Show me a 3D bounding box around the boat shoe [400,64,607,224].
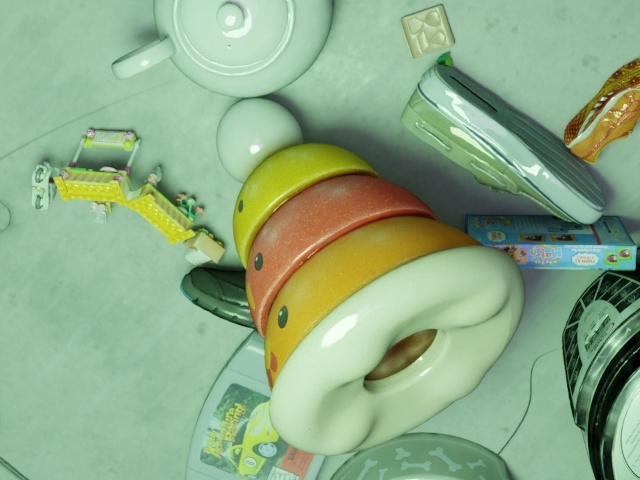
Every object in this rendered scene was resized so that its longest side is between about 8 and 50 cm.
[{"bbox_3d":[0.245,-0.114,1.666,0.302,0.109,0.094,39,122,2],"label":"boat shoe"}]

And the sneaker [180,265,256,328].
[{"bbox_3d":[-0.023,0.069,1.741,0.341,0.125,0.140,11,86,-1],"label":"sneaker"}]

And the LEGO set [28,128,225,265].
[{"bbox_3d":[-0.255,-0.073,1.731,0.287,0.107,0.132,18,142,-5],"label":"LEGO set"}]

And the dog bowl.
[{"bbox_3d":[0.157,0.463,1.833,0.349,0.102,0.349,2,107,5],"label":"dog bowl"}]

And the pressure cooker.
[{"bbox_3d":[0.509,0.205,1.560,0.375,0.420,0.370,-15,107,9],"label":"pressure cooker"}]

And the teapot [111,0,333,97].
[{"bbox_3d":[-0.110,-0.291,1.589,0.252,0.187,0.256,21,108,-1],"label":"teapot"}]

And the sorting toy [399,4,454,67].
[{"bbox_3d":[0.147,-0.266,1.664,0.062,0.012,0.083,-18,101,5],"label":"sorting toy"}]

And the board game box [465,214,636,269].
[{"bbox_3d":[0.300,0.000,1.652,0.211,0.160,0.039,2,105,5],"label":"board game box"}]

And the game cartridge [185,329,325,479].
[{"bbox_3d":[-0.084,0.284,1.828,0.196,0.060,0.294,23,107,2],"label":"game cartridge"}]

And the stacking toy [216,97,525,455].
[{"bbox_3d":[0.000,0.000,1.587,0.350,0.350,0.480,-45,57,15],"label":"stacking toy"}]

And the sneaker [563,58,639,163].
[{"bbox_3d":[0.401,-0.177,1.653,0.067,0.064,0.175,35,113,-26],"label":"sneaker"}]
